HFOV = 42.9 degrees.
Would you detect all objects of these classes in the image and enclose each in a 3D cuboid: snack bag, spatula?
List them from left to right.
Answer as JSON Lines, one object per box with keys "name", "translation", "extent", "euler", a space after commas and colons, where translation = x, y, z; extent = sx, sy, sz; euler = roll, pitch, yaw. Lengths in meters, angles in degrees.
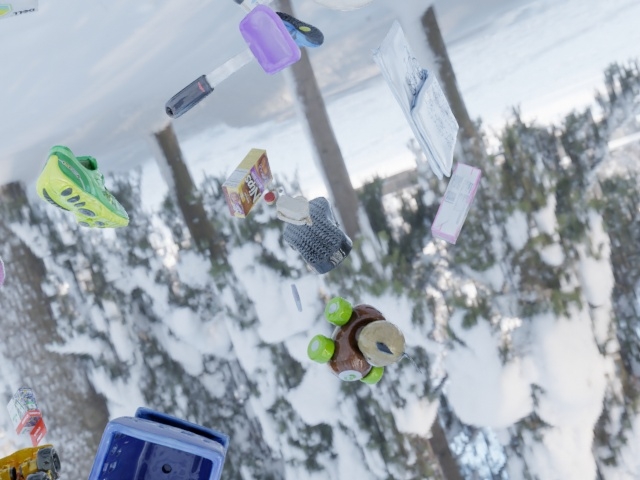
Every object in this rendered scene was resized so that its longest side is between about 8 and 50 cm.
{"name": "spatula", "translation": [-0.133, -0.227, 1.102], "extent": [0.296, 0.084, 0.030], "euler": [-22, -165, 44]}
{"name": "snack bag", "translation": [0.238, -0.350, 1.945], "extent": [0.037, 0.342, 0.323], "euler": [-23, -160, 25]}

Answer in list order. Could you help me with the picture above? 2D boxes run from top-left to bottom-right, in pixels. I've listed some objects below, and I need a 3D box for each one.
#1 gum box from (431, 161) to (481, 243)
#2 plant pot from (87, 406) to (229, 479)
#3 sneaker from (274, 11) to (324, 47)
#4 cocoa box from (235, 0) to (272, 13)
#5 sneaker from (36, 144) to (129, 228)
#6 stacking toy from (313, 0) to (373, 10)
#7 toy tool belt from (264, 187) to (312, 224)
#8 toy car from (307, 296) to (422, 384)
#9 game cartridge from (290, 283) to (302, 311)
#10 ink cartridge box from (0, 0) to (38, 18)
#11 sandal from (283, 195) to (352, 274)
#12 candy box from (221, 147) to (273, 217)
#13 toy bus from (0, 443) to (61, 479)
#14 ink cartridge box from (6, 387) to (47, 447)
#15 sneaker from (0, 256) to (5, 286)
{"name": "gum box", "translation": [0.335, -0.094, 1.994], "extent": [0.062, 0.188, 0.107], "euler": [21, 175, 13]}
{"name": "plant pot", "translation": [-0.315, 0.469, 1.604], "extent": [0.236, 0.236, 0.212], "euler": [17, -177, 2]}
{"name": "sneaker", "translation": [-0.067, -0.546, 2.189], "extent": [0.069, 0.082, 0.209], "euler": [-19, -139, -39]}
{"name": "cocoa box", "translation": [-0.164, -0.849, 2.337], "extent": [0.347, 0.228, 0.231], "euler": [-45, -158, 8]}
{"name": "sneaker", "translation": [-0.453, -0.100, 1.606], "extent": [0.109, 0.123, 0.295], "euler": [2, 164, 8]}
{"name": "stacking toy", "translation": [-0.093, -0.619, 1.572], "extent": [0.350, 0.351, 0.480], "euler": [-20, -157, -40]}
{"name": "toy tool belt", "translation": [-0.053, -0.050, 1.360], "extent": [0.083, 0.052, 0.051], "euler": [19, 154, 23]}
{"name": "toy car", "translation": [0.098, 0.200, 1.468], "extent": [0.155, 0.149, 0.188], "euler": [28, 175, -32]}
{"name": "game cartridge", "translation": [-0.073, 0.173, 2.484], "extent": [0.017, 0.056, 0.083], "euler": [-18, -141, -4]}
{"name": "ink cartridge box", "translation": [-0.646, -0.459, 1.559], "extent": [0.188, 0.097, 0.255], "euler": [-22, 171, -24]}
{"name": "sandal", "translation": [-0.002, 0.002, 2.283], "extent": [0.167, 0.107, 0.446], "euler": [-38, -157, 6]}
{"name": "candy box", "translation": [-0.203, -0.163, 2.296], "extent": [0.053, 0.109, 0.187], "euler": [10, -135, 24]}
{"name": "toy bus", "translation": [-0.532, 0.509, 1.482], "extent": [0.149, 0.211, 0.220], "euler": [-19, -163, -3]}
{"name": "ink cartridge box", "translation": [-0.604, 0.366, 1.674], "extent": [0.029, 0.115, 0.063], "euler": [10, 126, -48]}
{"name": "sneaker", "translation": [-0.626, 0.014, 1.330], "extent": [0.095, 0.236, 0.104], "euler": [-62, -168, -24]}
